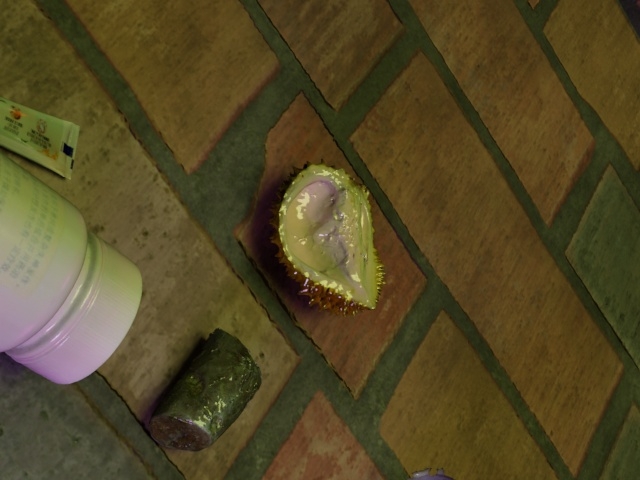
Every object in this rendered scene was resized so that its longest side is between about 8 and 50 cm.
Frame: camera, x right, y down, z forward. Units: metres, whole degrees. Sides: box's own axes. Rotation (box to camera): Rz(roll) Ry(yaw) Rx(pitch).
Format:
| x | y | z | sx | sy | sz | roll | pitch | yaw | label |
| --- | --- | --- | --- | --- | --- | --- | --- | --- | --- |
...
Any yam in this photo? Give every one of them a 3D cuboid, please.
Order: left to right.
| x | y | z | sx | sy | sz | roll | pitch | yaw | label |
| --- | --- | --- | --- | --- | --- | --- | --- | --- | --- |
| -0.156 | 0.217 | 1.961 | 0.107 | 0.107 | 0.183 | 57 | 47 | -20 | yam |

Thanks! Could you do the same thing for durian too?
| x | y | z | sx | sy | sz | roll | pitch | yaw | label |
| --- | --- | --- | --- | --- | --- | --- | --- | --- | --- |
| 0.002 | 0.002 | 2.165 | 0.183 | 0.138 | 0.250 | -5 | 78 | -14 | durian |

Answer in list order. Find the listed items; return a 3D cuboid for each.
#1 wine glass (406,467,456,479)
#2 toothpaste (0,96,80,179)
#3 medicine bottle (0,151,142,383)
| x | y | z | sx | sy | sz | roll | pitch | yaw | label |
| --- | --- | --- | --- | --- | --- | --- | --- | --- | --- |
| 0.212 | 0.529 | 2.186 | 0.238 | 0.238 | 0.323 | -56 | 131 | -39 | wine glass |
| -0.433 | -0.165 | 1.795 | 0.314 | 0.058 | 0.056 | 25 | 19 | -45 | toothpaste |
| -0.407 | 0.005 | 1.656 | 0.379 | 0.213 | 0.213 | 39 | 54 | -34 | medicine bottle |
